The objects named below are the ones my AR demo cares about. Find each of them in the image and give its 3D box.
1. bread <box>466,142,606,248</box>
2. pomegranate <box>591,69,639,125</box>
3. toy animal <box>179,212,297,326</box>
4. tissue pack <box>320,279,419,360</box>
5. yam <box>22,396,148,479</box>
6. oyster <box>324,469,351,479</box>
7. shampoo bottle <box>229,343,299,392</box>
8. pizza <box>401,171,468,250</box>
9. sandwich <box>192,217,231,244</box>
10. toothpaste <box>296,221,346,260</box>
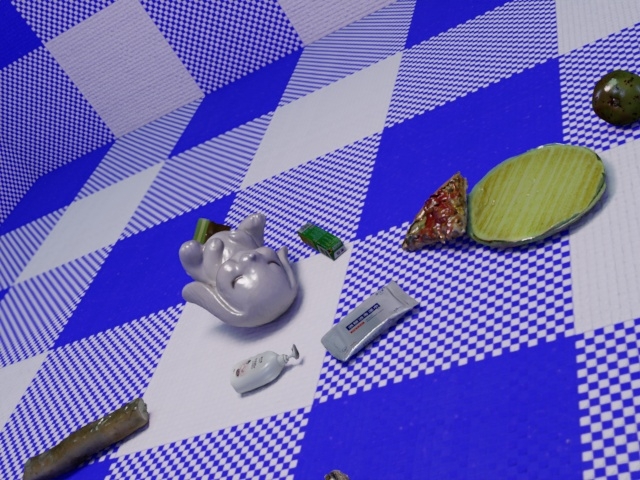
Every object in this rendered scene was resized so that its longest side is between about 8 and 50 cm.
[{"bbox_3d":[0.421,-0.089,1.690,0.301,0.045,0.301,-26,31,17],"label":"bread"},{"bbox_3d":[0.613,-0.293,1.746,0.114,0.115,0.142,-12,10,37],"label":"pomegranate"},{"bbox_3d":[-0.160,0.086,1.926,0.271,0.206,0.265,-24,35,-24],"label":"toy animal"},{"bbox_3d":[0.092,0.158,1.677,0.193,0.026,0.122,-37,26,-5],"label":"tissue pack"},{"bbox_3d":[-0.508,0.438,1.859,0.317,0.067,0.071,-30,15,7],"label":"yam"},{"bbox_3d":[0.029,0.406,1.363,0.080,0.038,0.083,142,138,-57],"label":"oyster"},{"bbox_3d":[-0.108,0.254,1.728,0.151,0.045,0.077,-23,29,21],"label":"shampoo bottle"},{"bbox_3d":[0.247,-0.058,1.753,0.201,0.053,0.193,-53,19,-5],"label":"pizza"},{"bbox_3d":[-0.309,0.004,2.403,0.074,0.074,0.117,10,83,54],"label":"sandwich"},{"bbox_3d":[0.000,0.000,2.028,0.043,0.037,0.178,-37,27,-12],"label":"toothpaste"}]
